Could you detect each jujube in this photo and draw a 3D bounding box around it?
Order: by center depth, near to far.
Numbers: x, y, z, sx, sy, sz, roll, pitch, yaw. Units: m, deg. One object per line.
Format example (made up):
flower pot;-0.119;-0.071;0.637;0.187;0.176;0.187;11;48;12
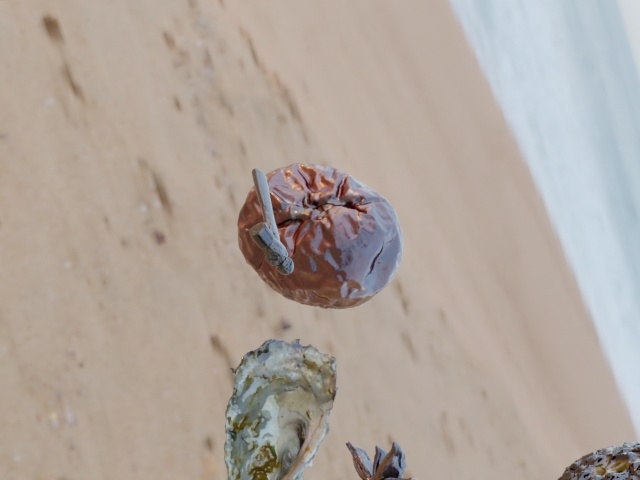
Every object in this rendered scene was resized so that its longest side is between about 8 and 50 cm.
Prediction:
jujube;0.000;0.000;2.374;0.213;0.232;0.213;-36;141;-37

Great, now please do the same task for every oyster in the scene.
oyster;-0.042;0.182;1.519;0.056;0.105;0.177;-168;-98;-73

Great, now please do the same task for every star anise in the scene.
star anise;0.068;0.300;1.869;0.042;0.141;0.141;12;58;-41

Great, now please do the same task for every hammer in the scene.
hammer;-0.058;-0.034;1.676;0.065;0.021;0.178;53;14;-33

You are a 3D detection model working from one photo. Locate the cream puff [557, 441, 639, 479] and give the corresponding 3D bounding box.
cream puff;0.300;0.295;1.453;0.165;0.239;0.239;46;30;-58
